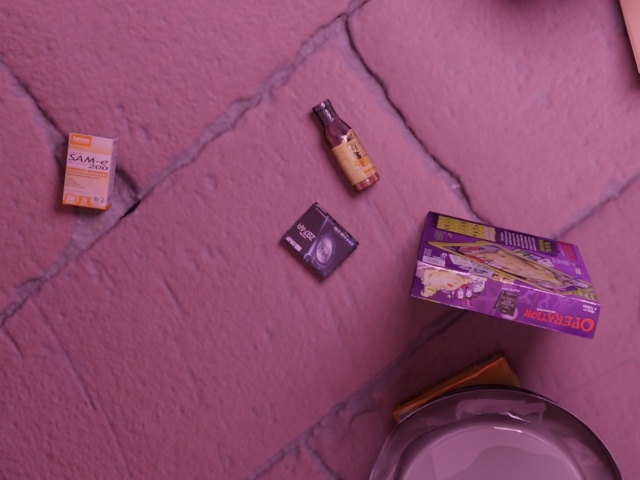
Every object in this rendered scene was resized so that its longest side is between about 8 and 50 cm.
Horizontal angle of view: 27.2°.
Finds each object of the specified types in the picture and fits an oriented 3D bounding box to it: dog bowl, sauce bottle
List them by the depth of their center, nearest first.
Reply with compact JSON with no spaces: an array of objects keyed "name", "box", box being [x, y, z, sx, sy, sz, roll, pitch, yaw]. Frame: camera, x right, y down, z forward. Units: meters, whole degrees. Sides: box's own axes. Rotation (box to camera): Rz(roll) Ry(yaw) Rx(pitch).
[{"name":"dog bowl","box":[0.223,0.347,1.722,0.348,0.102,0.349,1,101,7]},{"name":"sauce bottle","box":[0.031,-0.126,1.746,0.042,0.042,0.128,-30,97,10]}]

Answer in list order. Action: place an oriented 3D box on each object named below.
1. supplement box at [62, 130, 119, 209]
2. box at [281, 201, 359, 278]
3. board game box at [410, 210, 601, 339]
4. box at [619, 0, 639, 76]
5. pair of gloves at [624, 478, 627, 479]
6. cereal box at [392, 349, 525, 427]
[{"name":"supplement box","box":[-0.312,-0.095,1.792,0.062,0.036,0.098,8,100,5]},{"name":"box","box":[0.000,0.000,1.782,0.083,0.018,0.067,45,101,-2]},{"name":"board game box","box":[0.219,0.034,1.596,0.208,0.347,0.056,9,101,6]},{"name":"box","box":[0.453,-0.316,1.642,0.164,0.021,0.201,-14,76,10]},{"name":"pair of gloves","box":[0.459,0.388,1.791,0.198,0.023,0.159,-9,98,8]},{"name":"cereal box","box":[0.229,0.291,1.788,0.173,0.047,0.240,-29,95,11]}]
